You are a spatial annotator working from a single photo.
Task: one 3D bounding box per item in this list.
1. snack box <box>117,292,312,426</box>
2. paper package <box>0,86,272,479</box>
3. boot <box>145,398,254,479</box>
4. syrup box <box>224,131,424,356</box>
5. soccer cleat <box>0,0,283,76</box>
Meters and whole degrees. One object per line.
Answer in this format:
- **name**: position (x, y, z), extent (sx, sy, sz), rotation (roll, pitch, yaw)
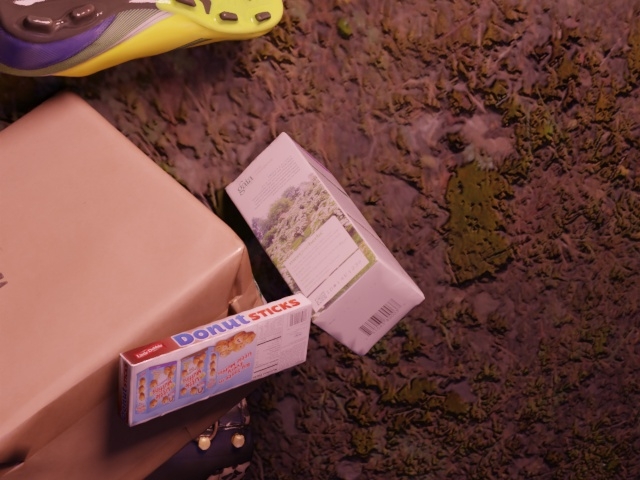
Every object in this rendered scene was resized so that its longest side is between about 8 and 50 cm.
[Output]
- **snack box**: position (-0.085, 0.097, 1.107), extent (0.178, 0.022, 0.064), rotation (-17, 130, -34)
- **paper package**: position (-0.243, 0.060, 1.205), extent (0.309, 0.325, 0.168), rotation (-39, 139, -14)
- **boot**: position (-0.222, 0.208, 1.503), extent (0.284, 0.138, 0.377), rotation (-12, 135, -22)
- **syrup box**: position (0.000, 0.000, 1.393), extent (0.093, 0.237, 0.096), rotation (-44, 135, 8)
- **soccer cleat**: position (-0.174, -0.207, 1.239), extent (0.289, 0.093, 0.121), rotation (-11, 161, -30)
